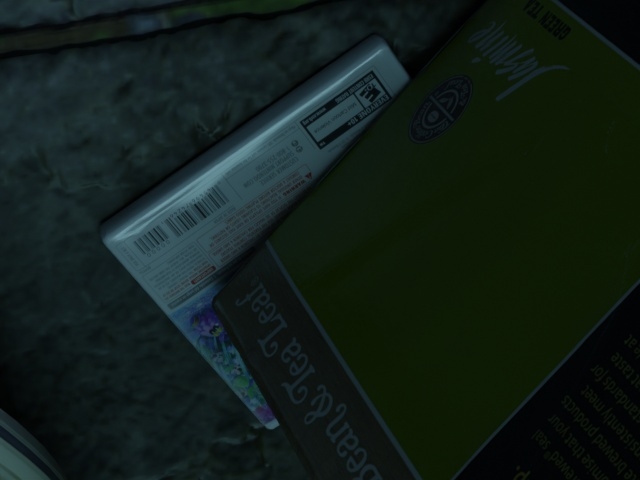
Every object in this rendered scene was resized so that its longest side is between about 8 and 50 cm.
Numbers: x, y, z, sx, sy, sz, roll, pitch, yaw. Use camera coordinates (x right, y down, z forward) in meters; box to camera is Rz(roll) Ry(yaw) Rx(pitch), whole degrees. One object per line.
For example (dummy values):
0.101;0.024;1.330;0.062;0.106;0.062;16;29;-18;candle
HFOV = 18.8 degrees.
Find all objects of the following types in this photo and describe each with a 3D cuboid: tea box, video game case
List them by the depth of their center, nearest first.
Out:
0.171;0.039;0.777;0.323;0.329;0.220;-46;122;7;tea box
0.000;0.000;0.907;0.157;0.019;0.143;-35;123;5;video game case

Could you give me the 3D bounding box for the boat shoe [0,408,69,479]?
-0.237;0.069;0.809;0.187;0.156;0.500;-30;135;0;boat shoe
